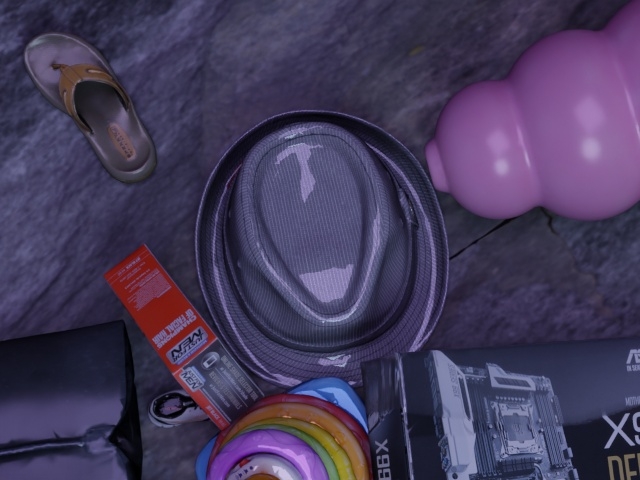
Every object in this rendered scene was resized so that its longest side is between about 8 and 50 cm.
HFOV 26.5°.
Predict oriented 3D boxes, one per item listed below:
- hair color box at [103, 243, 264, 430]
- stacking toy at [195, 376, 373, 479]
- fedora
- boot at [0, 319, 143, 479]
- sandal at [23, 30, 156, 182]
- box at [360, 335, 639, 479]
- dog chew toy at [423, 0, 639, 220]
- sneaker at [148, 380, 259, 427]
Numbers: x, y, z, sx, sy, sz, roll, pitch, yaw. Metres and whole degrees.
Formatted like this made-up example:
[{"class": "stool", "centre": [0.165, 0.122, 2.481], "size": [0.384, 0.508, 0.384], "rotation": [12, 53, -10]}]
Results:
[{"class": "hair color box", "centre": [-0.125, 0.085, 1.226], "size": [0.053, 0.093, 0.167], "rotation": [-39, 41, -6]}, {"class": "stacking toy", "centre": [-0.039, 0.213, 1.135], "size": [0.175, 0.302, 0.166], "rotation": [-31, 82, 6]}, {"class": "fedora", "centre": [0.000, 0.000, 1.265], "size": [0.243, 0.124, 0.276], "rotation": [-6, 80, 0]}, {"class": "boot", "centre": [-0.390, 0.117, 1.237], "size": [0.445, 0.146, 0.367], "rotation": [-5, 88, 3]}, {"class": "sandal", "centre": [-0.223, -0.136, 1.329], "size": [0.072, 0.049, 0.180], "rotation": [-36, 82, -5]}, {"class": "box", "centre": [0.196, 0.211, 1.190], "size": [0.307, 0.076, 0.243], "rotation": [-1, 79, -26]}, {"class": "dog chew toy", "centre": [0.260, -0.110, 1.251], "size": [0.331, 0.206, 0.207], "rotation": [-16, 80, 6]}, {"class": "sneaker", "centre": [-0.110, 0.154, 1.281], "size": [0.109, 0.044, 0.040], "rotation": [-14, 78, -3]}]
